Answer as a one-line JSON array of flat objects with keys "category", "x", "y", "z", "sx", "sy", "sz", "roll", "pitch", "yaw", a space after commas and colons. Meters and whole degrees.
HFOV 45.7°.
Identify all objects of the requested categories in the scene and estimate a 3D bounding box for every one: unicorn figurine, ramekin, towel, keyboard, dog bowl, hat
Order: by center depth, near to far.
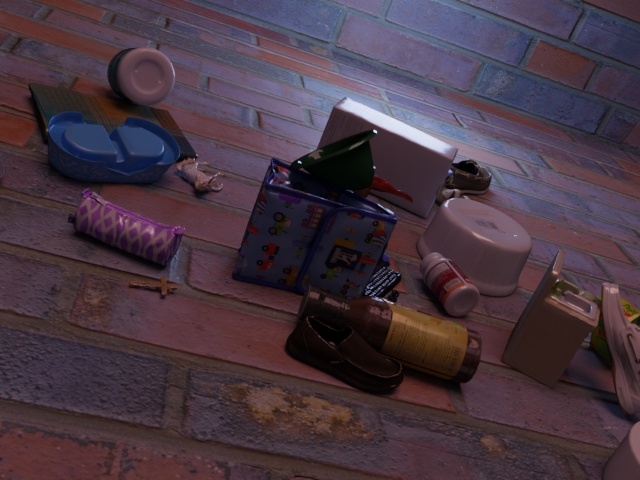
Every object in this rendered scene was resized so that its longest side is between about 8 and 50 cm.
[{"category": "hat", "x": 0.069, "y": -0.103, "z": 1.488, "sx": 0.208, "sy": 0.183, "sz": 0.173, "roll": -22, "pitch": 13, "yaw": 2}, {"category": "keyboard", "x": 0.128, "y": 0.098, "z": 1.665, "sx": 0.108, "sy": 0.023, "sz": 0.180, "roll": 30, "pitch": 27, "yaw": 15}, {"category": "dog bowl", "x": -0.461, "y": -0.199, "z": 1.680, "sx": 0.297, "sy": 0.074, "sz": 0.166, "roll": -2, "pitch": 47, "yaw": -41}, {"category": "unicorn figurine", "x": -0.276, "y": -0.148, "z": 1.787, "sx": 0.162, "sy": 0.060, "sz": 0.111, "roll": 18, "pitch": 21, "yaw": 30}, {"category": "towel", "x": -0.515, "y": -0.286, "z": 1.879, "sx": 0.370, "sy": 0.040, "sz": 0.271, "roll": 6, "pitch": 31, "yaw": -34}, {"category": "ramekin", "x": 0.396, "y": 0.007, "z": 1.923, "sx": 0.277, "sy": 0.135, "sz": 0.277, "roll": 18, "pitch": 25, "yaw": -9}]

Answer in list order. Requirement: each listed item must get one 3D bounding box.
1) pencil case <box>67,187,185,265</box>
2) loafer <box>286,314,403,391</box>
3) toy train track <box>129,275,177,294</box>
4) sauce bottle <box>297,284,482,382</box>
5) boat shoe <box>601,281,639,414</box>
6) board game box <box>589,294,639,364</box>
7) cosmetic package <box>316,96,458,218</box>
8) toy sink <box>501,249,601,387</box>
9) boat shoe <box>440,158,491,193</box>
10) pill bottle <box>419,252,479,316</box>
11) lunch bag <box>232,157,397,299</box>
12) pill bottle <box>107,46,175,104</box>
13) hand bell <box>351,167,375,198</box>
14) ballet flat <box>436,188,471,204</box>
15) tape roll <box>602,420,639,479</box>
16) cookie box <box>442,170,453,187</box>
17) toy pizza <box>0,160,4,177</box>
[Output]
[{"category": "pencil case", "x": -0.362, "y": -0.026, "z": 1.437, "sx": 0.206, "sy": 0.088, "sz": 0.086, "roll": 22, "pitch": 28, "yaw": -2}, {"category": "loafer", "x": 0.050, "y": 0.198, "z": 1.342, "sx": 0.220, "sy": 0.078, "sz": 0.080, "roll": 20, "pitch": 26, "yaw": -4}, {"category": "toy train track", "x": -0.300, "y": 0.083, "z": 1.363, "sx": 0.083, "sy": 0.014, "sz": 0.048, "roll": 6, "pitch": 37, "yaw": -18}, {"category": "sauce bottle", "x": 0.129, "y": 0.168, "z": 1.425, "sx": 0.344, "sy": 0.111, "sz": 0.111, "roll": 20, "pitch": 26, "yaw": -8}, {"category": "boat shoe", "x": 0.647, "y": 0.218, "z": 1.577, "sx": 0.096, "sy": 0.277, "sz": 0.098, "roll": -13, "pitch": -4, "yaw": 26}, {"category": "board game box", "x": 0.663, "y": 0.203, "z": 1.714, "sx": 0.043, "sy": 0.181, "sz": 0.092, "roll": -29, "pitch": 47, "yaw": -15}, {"category": "cosmetic package", "x": 0.182, "y": -0.238, "z": 2.158, "sx": 0.365, "sy": 0.197, "sz": 0.155, "roll": 26, "pitch": 25, "yaw": 4}, {"category": "toy sink", "x": 0.499, "y": 0.163, "z": 1.590, "sx": 0.131, "sy": 0.234, "sz": 0.153, "roll": 28, "pitch": 25, "yaw": 12}, {"category": "boat shoe", "x": 0.474, "y": -0.210, "z": 2.454, "sx": 0.109, "sy": 0.091, "sz": 0.305, "roll": 39, "pitch": 30, "yaw": 30}, {"category": "pill bottle", "x": 0.288, "y": 0.096, "z": 1.721, "sx": 0.086, "sy": 0.086, "sz": 0.152, "roll": 7, "pitch": 30, "yaw": -29}, {"category": "lunch bag", "x": 0.000, "y": 0.000, "z": 1.521, "sx": 0.293, "sy": 0.221, "sz": 0.138, "roll": 18, "pitch": 26, "yaw": -8}, {"category": "pill bottle", "x": -0.486, "y": -0.440, "z": 2.030, "sx": 0.146, "sy": 0.146, "sz": 0.264, "roll": 9, "pitch": 8, "yaw": -26}, {"category": "hand bell", "x": 0.063, "y": -0.056, "z": 1.655, "sx": 0.126, "sy": 0.242, "sz": 0.126, "roll": 18, "pitch": 27, "yaw": -9}, {"category": "ballet flat", "x": 0.405, "y": -0.110, "z": 2.232, "sx": 0.073, "sy": 0.067, "sz": 0.206, "roll": -5, "pitch": 35, "yaw": -36}, {"category": "tape roll", "x": 0.643, "y": 0.444, "z": 1.316, "sx": 0.286, "sy": 0.100, "sz": 0.286, "roll": 18, "pitch": 26, "yaw": -9}, {"category": "cookie box", "x": 0.333, "y": -0.188, "z": 2.301, "sx": 0.107, "sy": 0.040, "sz": 0.092, "roll": -28, "pitch": 42, "yaw": -28}, {"category": "toy pizza", "x": -0.712, "y": -0.144, "z": 1.450, "sx": 0.201, "sy": 0.032, "sz": 0.201, "roll": 17, "pitch": 25, "yaw": -8}]
